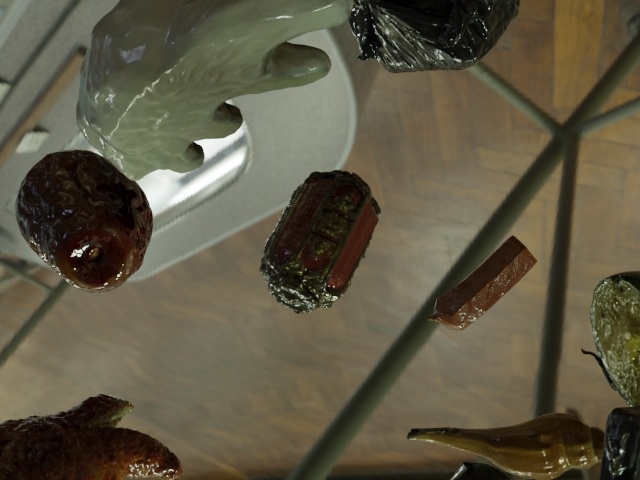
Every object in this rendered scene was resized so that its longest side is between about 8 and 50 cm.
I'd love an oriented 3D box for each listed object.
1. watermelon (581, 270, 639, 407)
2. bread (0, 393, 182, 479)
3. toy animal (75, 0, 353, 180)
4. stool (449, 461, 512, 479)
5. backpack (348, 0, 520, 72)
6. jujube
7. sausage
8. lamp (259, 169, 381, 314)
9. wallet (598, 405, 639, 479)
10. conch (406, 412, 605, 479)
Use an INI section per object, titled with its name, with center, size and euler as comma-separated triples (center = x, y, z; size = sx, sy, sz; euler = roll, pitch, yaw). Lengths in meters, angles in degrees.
[watermelon]
center = 0.469, 0.137, 1.300
size = 0.204, 0.127, 0.232
euler = 56, 161, 41
[bread]
center = -0.265, 0.224, 0.932
size = 0.139, 0.269, 0.095
euler = 42, 129, 23
[toy animal]
center = -0.135, -0.201, 0.954
size = 0.188, 0.266, 0.308
euler = 64, 170, 10
[stool]
center = 0.322, 0.551, 1.857
size = 0.228, 0.139, 0.153
euler = 49, 134, 7
[backpack]
center = 0.120, -0.483, 1.625
size = 0.446, 0.255, 0.363
euler = 51, 163, -20
[jujube]
center = -0.316, -0.020, 1.277
size = 0.190, 0.190, 0.255
euler = 36, -171, -27
[sausage]
center = 0.226, 0.069, 1.334
size = 0.065, 0.169, 0.065
euler = 48, 178, 2
[lamp]
center = 0.000, 0.000, 1.751
size = 0.177, 0.274, 0.177
euler = 21, 155, 10
[wallet]
center = 0.333, 0.213, 0.886
size = 0.250, 0.149, 0.044
euler = -4, -167, -41
[conch]
center = 0.291, 0.312, 1.410
size = 0.330, 0.109, 0.093
euler = -7, 103, 17
